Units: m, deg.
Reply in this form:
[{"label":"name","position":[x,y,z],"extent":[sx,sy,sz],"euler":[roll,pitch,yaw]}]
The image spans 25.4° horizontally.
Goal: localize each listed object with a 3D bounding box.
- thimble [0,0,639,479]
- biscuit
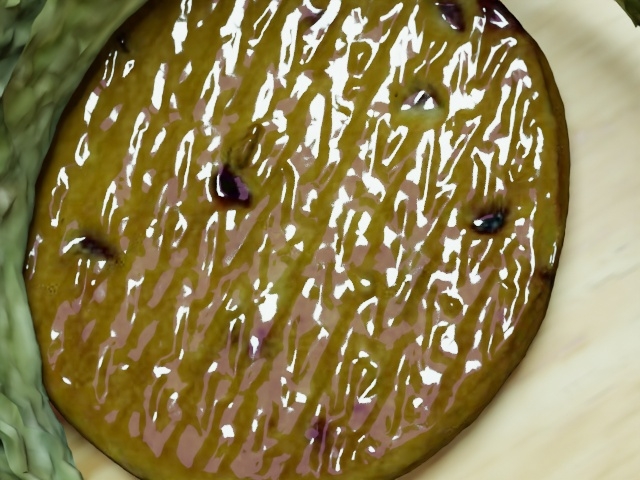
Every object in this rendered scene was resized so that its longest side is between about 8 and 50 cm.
[{"label":"thimble","position":[0.000,0.000,0.391],"extent":[0.271,0.150,0.270],"euler":[-1,83,12]},{"label":"biscuit","position":[-0.016,-0.013,0.493],"extent":[0.212,0.036,0.212],"euler":[-2,82,14]}]
